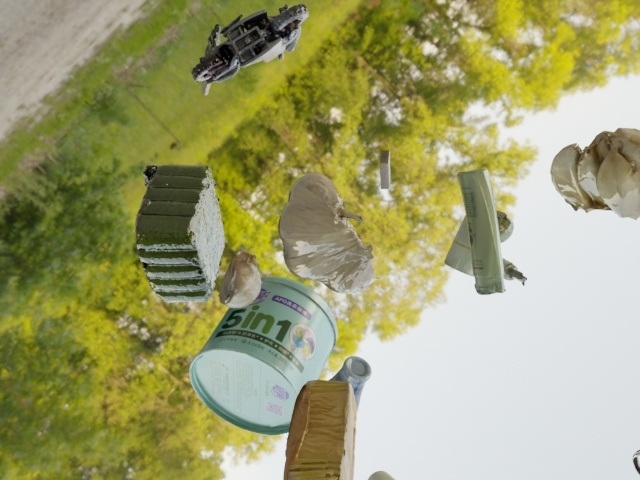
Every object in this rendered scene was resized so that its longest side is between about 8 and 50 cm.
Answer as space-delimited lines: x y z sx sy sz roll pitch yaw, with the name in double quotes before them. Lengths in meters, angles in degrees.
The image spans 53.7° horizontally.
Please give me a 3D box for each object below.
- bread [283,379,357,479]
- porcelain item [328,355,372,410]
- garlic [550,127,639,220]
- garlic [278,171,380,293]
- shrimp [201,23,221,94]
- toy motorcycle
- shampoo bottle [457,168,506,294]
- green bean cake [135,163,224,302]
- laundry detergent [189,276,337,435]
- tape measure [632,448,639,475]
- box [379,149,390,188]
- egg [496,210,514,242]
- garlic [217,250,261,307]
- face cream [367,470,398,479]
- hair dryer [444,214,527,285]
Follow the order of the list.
"bread" 0.003 0.382 1.143 0.119 0.153 0.288 -6 -154 10
"porcelain item" 0.065 0.461 1.897 0.259 0.141 0.141 -63 178 33
"garlic" 0.670 -0.168 1.427 0.184 0.203 0.281 -34 -156 -7
"garlic" 0.000 0.000 1.104 0.142 0.230 0.178 -25 -167 -9
"shrimp" -0.334 -0.549 1.936 0.150 0.051 0.217 -106 -152 -64
"toy motorcycle" -0.115 -0.326 1.049 0.215 0.080 0.122 -29 -177 7
"shampoo bottle" 0.274 -0.014 1.071 0.049 0.213 0.072 -12 -175 -19
"green bean cake" -0.404 -0.023 1.783 0.218 0.335 0.319 -2 -138 4
"laundry detergent" -0.122 0.260 1.539 0.287 0.287 0.305 -37 -164 40
"tape measure" 0.505 0.364 0.946 0.104 0.179 0.107 180 -84 -66
"box" 0.159 -0.174 1.558 0.083 0.024 0.053 84 11 -45
"egg" 0.422 -0.030 1.561 0.110 0.085 0.085 -19 -158 33
"garlic" -0.149 0.087 1.183 0.084 0.066 0.152 -102 -151 -48
"face cream" 0.223 0.743 1.782 0.102 0.102 0.345 -47 -172 -12
"hair dryer" 0.483 0.046 1.757 0.173 0.107 0.357 -68 -159 10
